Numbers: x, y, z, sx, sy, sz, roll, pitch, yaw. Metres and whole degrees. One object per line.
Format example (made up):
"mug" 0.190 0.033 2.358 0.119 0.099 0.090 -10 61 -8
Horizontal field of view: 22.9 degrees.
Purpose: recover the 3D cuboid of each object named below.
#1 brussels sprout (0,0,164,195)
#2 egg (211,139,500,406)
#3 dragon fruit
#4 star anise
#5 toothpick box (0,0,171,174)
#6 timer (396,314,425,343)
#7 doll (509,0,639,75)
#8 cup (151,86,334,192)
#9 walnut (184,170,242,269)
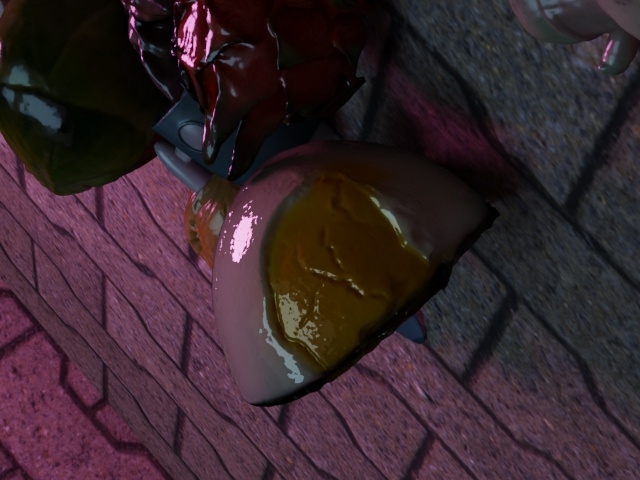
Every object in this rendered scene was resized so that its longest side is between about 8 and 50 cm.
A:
"brussels sprout" -0.295 -0.176 1.913 0.219 0.210 0.271 16 141 5
"egg" 0.000 0.000 1.638 0.201 0.337 0.337 53 159 -9
"dragon fruit" -0.056 -0.198 1.588 0.193 0.192 0.274 42 114 11
"star anise" -0.175 -0.304 1.718 0.315 0.108 0.315 174 90 -88
"toothpick box" -0.338 -0.261 2.093 0.204 0.204 0.333 23 144 51
"timer" 0.028 0.039 1.936 0.175 0.175 0.255 41 -175 27
"doll" 0.229 -0.196 1.154 0.275 0.113 0.155 10 131 61
"cup" -0.079 -0.140 1.825 0.173 0.167 0.299 39 136 -11
"walnut" -0.097 -0.033 2.030 0.159 0.159 0.207 39 160 31
